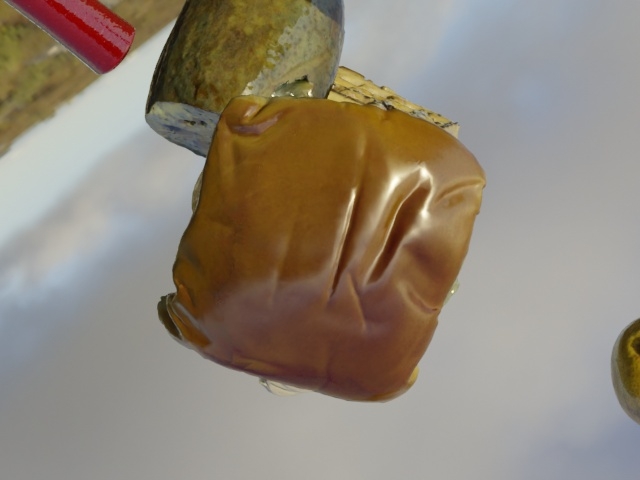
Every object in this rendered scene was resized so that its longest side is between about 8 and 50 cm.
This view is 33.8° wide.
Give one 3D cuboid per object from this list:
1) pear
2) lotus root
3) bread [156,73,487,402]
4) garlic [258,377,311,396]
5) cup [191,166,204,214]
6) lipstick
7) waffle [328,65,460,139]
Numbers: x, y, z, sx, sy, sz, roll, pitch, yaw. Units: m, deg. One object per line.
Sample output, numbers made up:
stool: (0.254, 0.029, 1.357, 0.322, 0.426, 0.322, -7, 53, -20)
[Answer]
pear: (0.568, 0.209, 1.700, 0.209, 0.209, 0.209, -35, -166, 10)
lotus root: (-0.094, -0.286, 1.555, 0.250, 0.250, 0.346, -17, -132, 54)
bread: (0.000, 0.000, 0.945, 0.225, 0.250, 0.279, -82, -172, -74)
garlic: (-0.018, 0.169, 1.734, 0.178, 0.142, 0.229, -42, 151, -49)
cup: (-0.058, -0.074, 1.402, 0.223, 0.169, 0.176, -21, 166, -18)
lipstick: (-0.337, -0.299, 1.283, 0.080, 0.241, 0.080, -30, -140, 29)
waffle: (0.036, -0.224, 1.821, 0.114, 0.376, 0.261, -67, 165, 16)
